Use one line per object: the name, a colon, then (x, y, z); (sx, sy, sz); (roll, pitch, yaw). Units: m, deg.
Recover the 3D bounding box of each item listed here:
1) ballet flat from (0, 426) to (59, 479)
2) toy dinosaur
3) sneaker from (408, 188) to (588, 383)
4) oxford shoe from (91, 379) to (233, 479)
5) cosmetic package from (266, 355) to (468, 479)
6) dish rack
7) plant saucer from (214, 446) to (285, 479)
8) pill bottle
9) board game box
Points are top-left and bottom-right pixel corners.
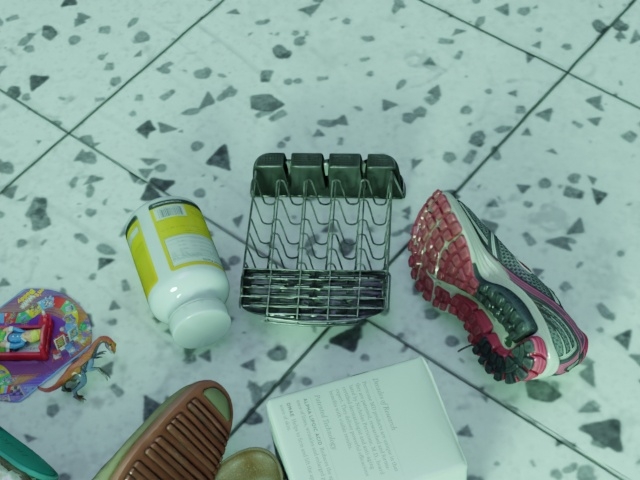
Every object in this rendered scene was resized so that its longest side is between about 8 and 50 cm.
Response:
ballet flat: (-0.471, 0.214, 1.614); (0.147, 0.147, 0.409); (-39, 59, -23)
toy dinosaur: (-0.282, 0.152, 1.675); (0.047, 0.090, 0.082); (30, 105, 36)
sneaker: (0.206, 0.058, 1.695); (0.112, 0.121, 0.299); (-2, 45, -35)
oxford shoe: (-0.232, 0.286, 1.525); (0.130, 0.123, 0.348); (12, 55, 47)
cosmetic package: (0.052, 0.248, 1.525); (0.184, 0.151, 0.151); (-15, 53, -8)
dish rack: (0.000, 0.000, 1.770); (0.208, 0.074, 0.271); (0, 55, 6)
plant saucer: (-0.096, 0.319, 1.499); (0.198, 0.036, 0.198); (-39, 29, 27)
pill bottle: (-0.173, 0.041, 1.730); (0.103, 0.103, 0.184); (-18, 54, -9)
board game box: (-0.373, 0.119, 1.731); (0.169, 0.033, 0.133); (-39, 60, -23)
